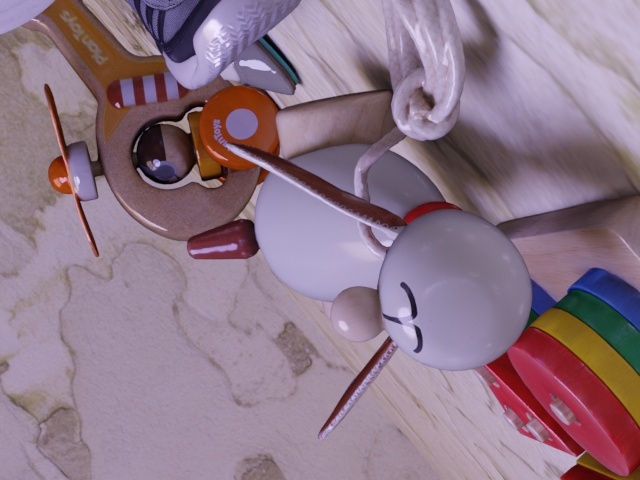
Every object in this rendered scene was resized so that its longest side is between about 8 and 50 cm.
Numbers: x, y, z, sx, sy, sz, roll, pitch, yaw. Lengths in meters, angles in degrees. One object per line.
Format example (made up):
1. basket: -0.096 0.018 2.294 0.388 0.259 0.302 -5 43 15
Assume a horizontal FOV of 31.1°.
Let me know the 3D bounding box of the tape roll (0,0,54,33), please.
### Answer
1. tape roll: -0.353 -0.327 1.057 0.169 0.246 0.246 42 170 43

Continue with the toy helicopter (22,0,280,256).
1. toy helicopter: -0.217 -0.146 1.193 0.355 0.235 0.140 49 173 3

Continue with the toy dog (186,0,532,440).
1. toy dog: 0.000 0.000 0.671 0.334 0.161 0.220 100 154 -81

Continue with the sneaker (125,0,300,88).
1. sneaker: -0.108 -0.194 0.806 0.153 0.101 0.268 49 176 -16

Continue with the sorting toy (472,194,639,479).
1. sorting toy: 0.183 0.108 0.656 0.255 0.089 0.257 50 173 -2

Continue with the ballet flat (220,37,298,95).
1. ballet flat: -0.109 -0.188 0.989 0.213 0.068 0.072 48 176 8
